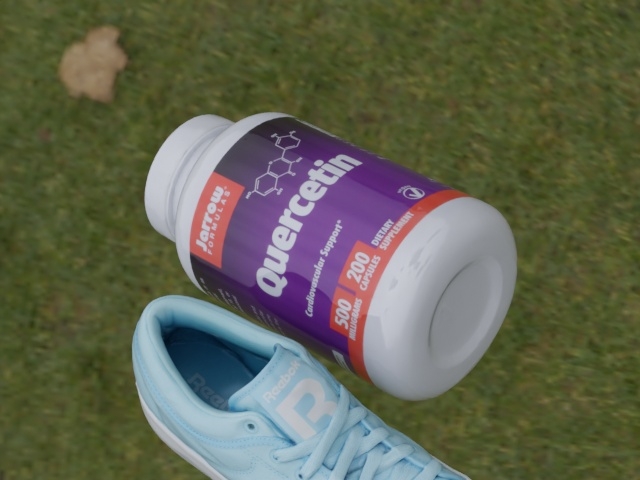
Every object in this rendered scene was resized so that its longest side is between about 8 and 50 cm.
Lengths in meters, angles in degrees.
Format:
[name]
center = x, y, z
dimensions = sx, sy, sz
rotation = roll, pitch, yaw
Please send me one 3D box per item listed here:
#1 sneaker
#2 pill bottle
[sneaker]
center = -0.012, 0.164, 1.356
dimensions = 0.366, 0.150, 0.135
rotation = 27, 65, 21
[pill bottle]
center = 0.000, 0.000, 1.502
dimensions = 0.323, 0.181, 0.181
rotation = 26, 96, 33
